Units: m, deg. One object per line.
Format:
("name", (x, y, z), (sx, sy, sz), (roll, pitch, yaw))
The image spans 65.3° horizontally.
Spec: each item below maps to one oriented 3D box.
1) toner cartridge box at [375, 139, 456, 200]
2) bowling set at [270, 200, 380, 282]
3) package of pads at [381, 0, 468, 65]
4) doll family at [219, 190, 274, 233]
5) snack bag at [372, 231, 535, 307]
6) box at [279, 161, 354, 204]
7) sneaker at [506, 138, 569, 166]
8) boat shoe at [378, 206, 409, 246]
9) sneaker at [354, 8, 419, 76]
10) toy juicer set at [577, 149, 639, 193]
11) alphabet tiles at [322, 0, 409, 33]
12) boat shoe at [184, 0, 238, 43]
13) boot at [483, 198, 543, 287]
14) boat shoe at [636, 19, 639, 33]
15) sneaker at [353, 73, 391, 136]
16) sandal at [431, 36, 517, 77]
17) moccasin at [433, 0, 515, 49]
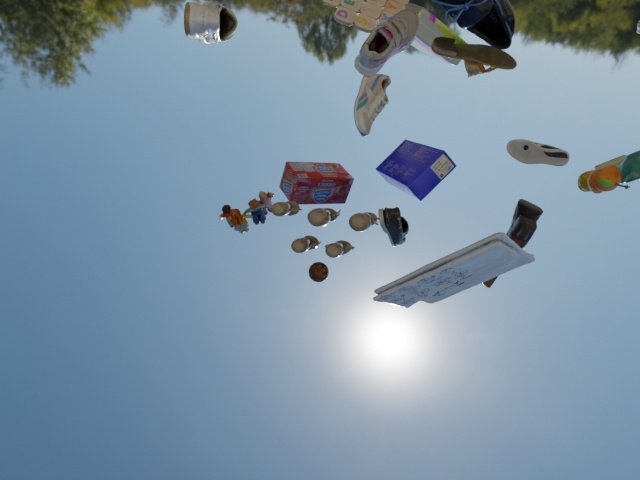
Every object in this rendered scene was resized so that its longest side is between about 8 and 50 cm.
("toner cartridge box", (0.323, -0.255, 1.752), (0.075, 0.165, 0.348), (45, -176, -21))
("bowling set", (0.000, 0.000, 1.339), (0.286, 0.200, 0.154), (13, -170, 15))
("package of pads", (0.381, -0.776, 1.859), (0.296, 0.101, 0.229), (17, -158, -39))
("doll family", (-0.305, -0.116, 2.156), (0.262, 0.163, 0.118), (-23, -121, -6))
("snack bag", (0.333, 0.089, 1.210), (0.342, 0.323, 0.037), (17, -131, -55))
("box", (-0.015, -0.225, 1.958), (0.256, 0.123, 0.128), (-4, -140, -32))
("sneaker", (0.757, -0.312, 1.778), (0.216, 0.079, 0.121), (14, -162, 2))
("boat shoe", (0.243, -0.040, 1.573), (0.068, 0.227, 0.081), (-12, -113, 19))
("sneaker", (0.212, -0.612, 1.514), (0.103, 0.252, 0.111), (41, 174, 2))
("toy juicer set", (0.716, -0.153, 1.155), (0.329, 0.209, 0.090), (-21, -92, -55))
("alphabet tiles", (0.156, -0.825, 1.687), (0.277, 0.021, 0.284), (22, -111, 3))
("boat shoe", (-0.247, -0.521, 1.208), (0.096, 0.098, 0.277), (6, -155, 0))
("boot", (0.682, 0.009, 1.789), (0.096, 0.281, 0.264), (24, -143, 4))
("boat shoe", (1.044, -0.587, 1.311), (0.186, 0.156, 0.500), (10, -152, -10))
("sneaker", (0.174, -0.459, 1.675), (0.092, 0.229, 0.087), (7, 167, 27))
("sandal", (0.421, -0.503, 1.409), (0.239, 0.079, 0.088), (13, -124, -3))
("moccasin", (0.381, -0.579, 1.212), (0.341, 0.137, 0.117), (12, -115, -34))
